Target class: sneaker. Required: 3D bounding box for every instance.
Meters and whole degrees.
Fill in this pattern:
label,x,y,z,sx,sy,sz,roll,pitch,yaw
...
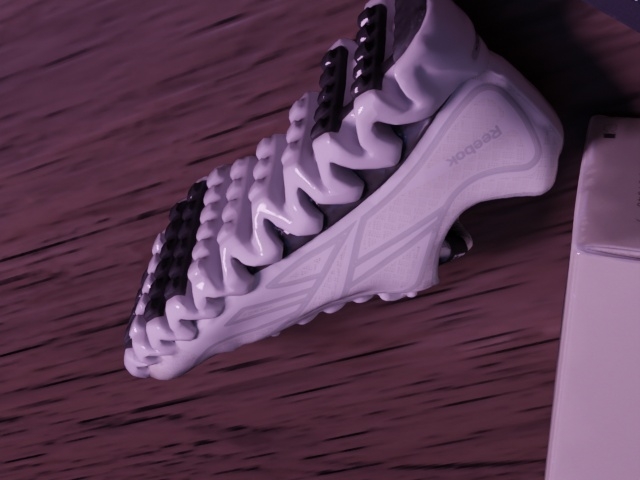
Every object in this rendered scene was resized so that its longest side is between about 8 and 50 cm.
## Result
label,x,y,z,sx,sy,sz,roll,pitch,yaw
sneaker,0.000,0.000,0.754,0.118,0.110,0.292,31,132,-22

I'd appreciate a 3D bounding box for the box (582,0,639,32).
label,x,y,z,sx,sy,sz,roll,pitch,yaw
box,0.235,-0.185,0.520,0.395,0.097,0.318,29,130,-9

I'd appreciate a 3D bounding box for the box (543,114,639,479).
label,x,y,z,sx,sy,sz,roll,pitch,yaw
box,0.166,0.079,0.758,0.094,0.113,0.275,7,132,11
